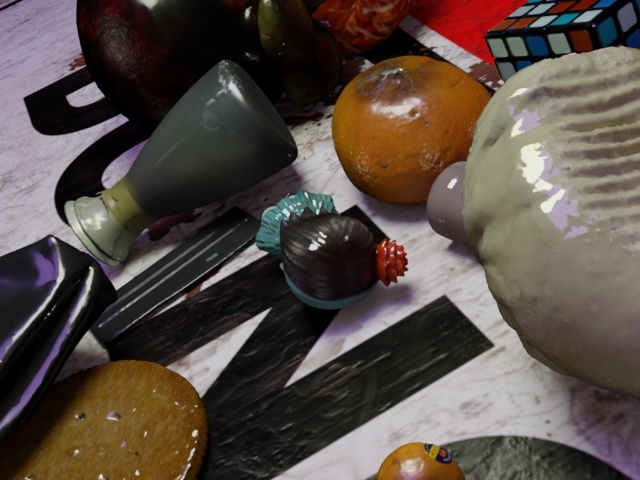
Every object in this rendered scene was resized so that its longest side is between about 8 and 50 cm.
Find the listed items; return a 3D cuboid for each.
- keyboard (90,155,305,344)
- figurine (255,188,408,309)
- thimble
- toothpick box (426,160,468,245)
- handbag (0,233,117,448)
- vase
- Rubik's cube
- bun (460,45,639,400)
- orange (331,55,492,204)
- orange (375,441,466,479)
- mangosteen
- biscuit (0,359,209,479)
[{"bbox_3d":[-0.164,0.009,1.217,0.381,0.041,0.103,-42,40,-14],"label":"keyboard"},{"bbox_3d":[0.000,0.000,1.073,0.138,0.110,0.245,-27,28,-10],"label":"figurine"},{"bbox_3d":[0.029,-0.516,1.519,0.350,0.350,0.230,9,47,37],"label":"thimble"},{"bbox_3d":[0.207,-0.027,0.993,0.098,0.098,0.149,-38,38,-20],"label":"toothpick box"},{"bbox_3d":[-0.427,0.163,1.043,0.342,0.152,0.287,-22,38,38],"label":"handbag"},{"bbox_3d":[-0.206,-0.100,1.237,0.321,0.173,0.173,-34,35,10],"label":"vase"},{"bbox_3d":[0.351,-0.227,1.073,0.187,0.182,0.184,-39,25,-22],"label":"Rubik's cube"},{"bbox_3d":[0.298,0.000,0.795,0.366,0.219,0.365,7,54,-10],"label":"bun"},{"bbox_3d":[0.122,-0.151,1.140,0.224,0.170,0.224,-16,38,13],"label":"orange"},{"bbox_3d":[0.087,0.220,0.762,0.084,0.083,0.083,-15,36,12],"label":"orange"},{"bbox_3d":[-0.174,-0.354,1.401,0.422,0.380,0.381,-13,36,-3],"label":"mangosteen"},{"bbox_3d":[-0.263,0.251,0.953,0.306,0.038,0.305,-14,36,10],"label":"biscuit"}]
